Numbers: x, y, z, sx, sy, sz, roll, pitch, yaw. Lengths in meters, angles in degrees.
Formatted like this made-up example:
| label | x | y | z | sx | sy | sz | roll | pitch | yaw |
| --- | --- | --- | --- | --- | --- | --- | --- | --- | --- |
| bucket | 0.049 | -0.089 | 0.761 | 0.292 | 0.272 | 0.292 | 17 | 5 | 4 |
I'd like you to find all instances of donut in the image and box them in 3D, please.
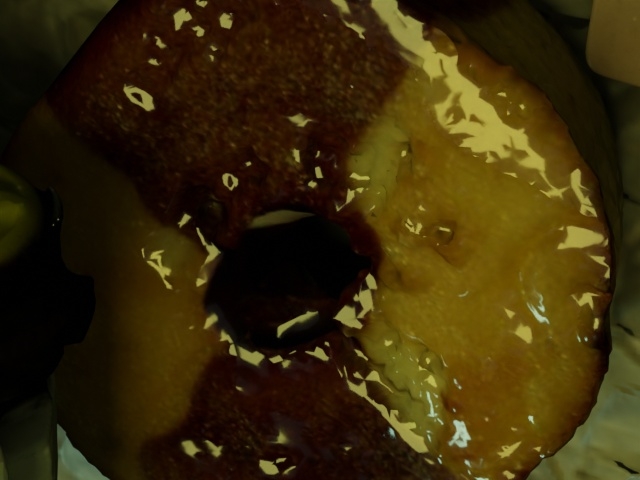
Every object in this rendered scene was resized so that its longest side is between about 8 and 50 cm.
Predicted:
| label | x | y | z | sx | sy | sz | roll | pitch | yaw |
| --- | --- | --- | --- | --- | --- | --- | --- | --- | --- |
| donut | 0.000 | 0.000 | 0.488 | 0.166 | 0.073 | 0.184 | 35 | 128 | 7 |

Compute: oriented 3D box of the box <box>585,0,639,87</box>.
| label | x | y | z | sx | sy | sz | roll | pitch | yaw |
| --- | --- | --- | --- | --- | --- | --- | --- | --- | --- |
| box | 0.121 | -0.049 | 0.431 | 0.115 | 0.025 | 0.048 | 17 | 128 | 17 |

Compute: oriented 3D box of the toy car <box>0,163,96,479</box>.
| label | x | y | z | sx | sy | sz | roll | pitch | yaw |
| --- | --- | --- | --- | --- | --- | --- | --- | --- | --- |
| toy car | -0.179 | 0.037 | 0.500 | 0.314 | 0.166 | 0.198 | 40 | 139 | 37 |
